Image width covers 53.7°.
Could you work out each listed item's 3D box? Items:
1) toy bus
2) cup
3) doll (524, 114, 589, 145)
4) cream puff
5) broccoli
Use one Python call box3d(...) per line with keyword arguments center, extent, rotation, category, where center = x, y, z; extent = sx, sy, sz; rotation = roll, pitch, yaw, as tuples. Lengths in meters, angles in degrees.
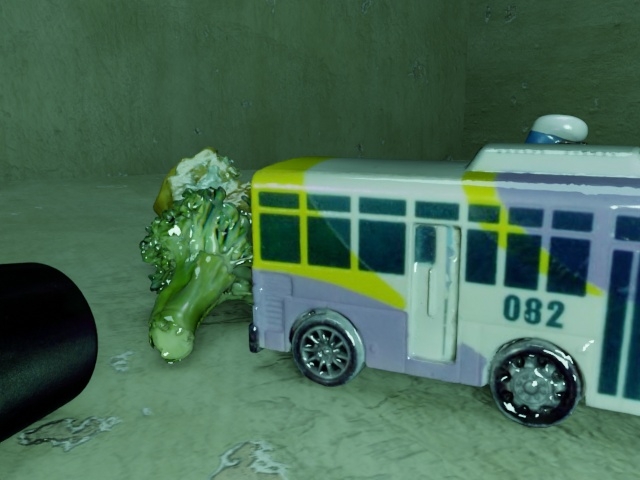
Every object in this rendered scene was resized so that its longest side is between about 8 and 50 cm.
box3d(center=(0.160, 0.023, 0.662), extent=(0.440, 0.249, 0.209), rotation=(6, 13, 25), category="toy bus")
box3d(center=(-0.333, 0.093, 0.535), extent=(0.239, 0.166, 0.177), rotation=(6, 10, 22), category="cup")
box3d(center=(0.397, -0.015, 0.830), extent=(0.284, 0.240, 0.310), rotation=(20, 6, -46), category="doll")
box3d(center=(-0.196, -0.038, 1.118), extent=(0.195, 0.194, 0.221), rotation=(-9, 42, -38), category="cream puff")
box3d(center=(-0.137, 0.067, 0.831), extent=(0.198, 0.177, 0.275), rotation=(31, 27, -32), category="broccoli")
